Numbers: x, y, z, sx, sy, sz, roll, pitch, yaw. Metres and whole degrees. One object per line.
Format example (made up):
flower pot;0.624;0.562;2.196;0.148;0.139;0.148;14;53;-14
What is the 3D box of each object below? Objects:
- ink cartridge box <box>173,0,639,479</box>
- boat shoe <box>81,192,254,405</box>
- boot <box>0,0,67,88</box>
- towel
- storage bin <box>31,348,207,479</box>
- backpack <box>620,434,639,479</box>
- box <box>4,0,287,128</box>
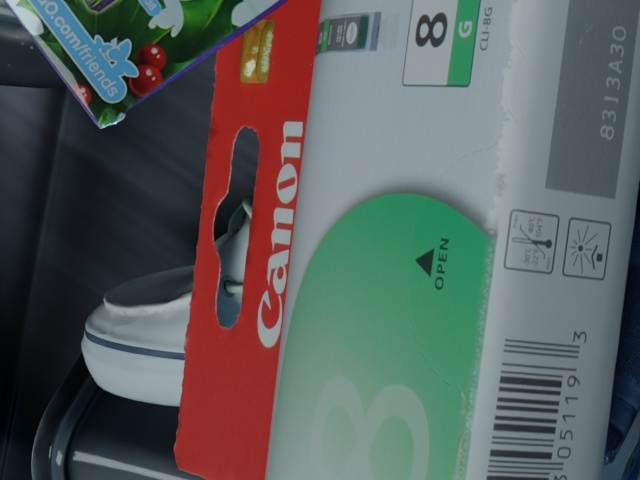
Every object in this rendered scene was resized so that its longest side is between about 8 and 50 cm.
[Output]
ink cartridge box;0.000;0.000;0.547;0.224;0.056;0.181;8;92;55
boat shoe;0.005;0.006;0.670;0.226;0.083;0.076;-8;109;28
boot;-0.190;-0.006;0.734;0.367;0.146;0.445;27;135;24
towel;0.096;0.004;0.525;0.029;0.119;0.067;27;169;10
storage bin;-0.067;0.116;0.807;0.091;0.098;0.135;14;134;14
backpack;0.177;0.191;0.585;0.290;0.273;0.355;33;151;9
box;-0.057;-0.202;0.440;0.201;0.057;0.293;-34;106;3
